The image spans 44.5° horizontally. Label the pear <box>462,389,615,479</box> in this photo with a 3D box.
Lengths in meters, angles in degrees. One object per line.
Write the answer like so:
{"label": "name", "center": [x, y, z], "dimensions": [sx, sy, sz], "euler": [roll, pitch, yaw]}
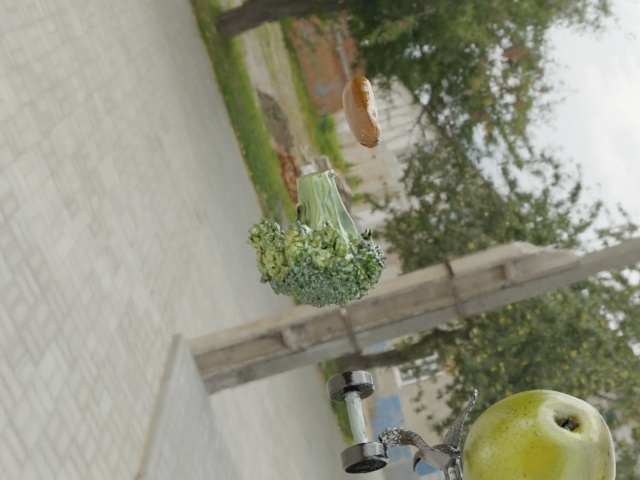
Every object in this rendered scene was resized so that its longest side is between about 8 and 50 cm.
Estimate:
{"label": "pear", "center": [0.397, 0.407, 1.426], "dimensions": [0.294, 0.294, 0.294], "euler": [-17, 90, -85]}

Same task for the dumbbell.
{"label": "dumbbell", "center": [0.075, 0.369, 1.595], "dimensions": [0.100, 0.100, 0.191], "euler": [66, 10, -57]}

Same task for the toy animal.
{"label": "toy animal", "center": [0.233, 0.450, 1.628], "dimensions": [0.160, 0.272, 0.197], "euler": [54, -41, 47]}

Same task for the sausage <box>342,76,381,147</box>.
{"label": "sausage", "center": [0.066, -0.209, 1.272], "dimensions": [0.062, 0.054, 0.183], "euler": [91, -6, -45]}

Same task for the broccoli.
{"label": "broccoli", "center": [-0.007, 0.018, 1.467], "dimensions": [0.288, 0.235, 0.260], "euler": [1, -49, 57]}
